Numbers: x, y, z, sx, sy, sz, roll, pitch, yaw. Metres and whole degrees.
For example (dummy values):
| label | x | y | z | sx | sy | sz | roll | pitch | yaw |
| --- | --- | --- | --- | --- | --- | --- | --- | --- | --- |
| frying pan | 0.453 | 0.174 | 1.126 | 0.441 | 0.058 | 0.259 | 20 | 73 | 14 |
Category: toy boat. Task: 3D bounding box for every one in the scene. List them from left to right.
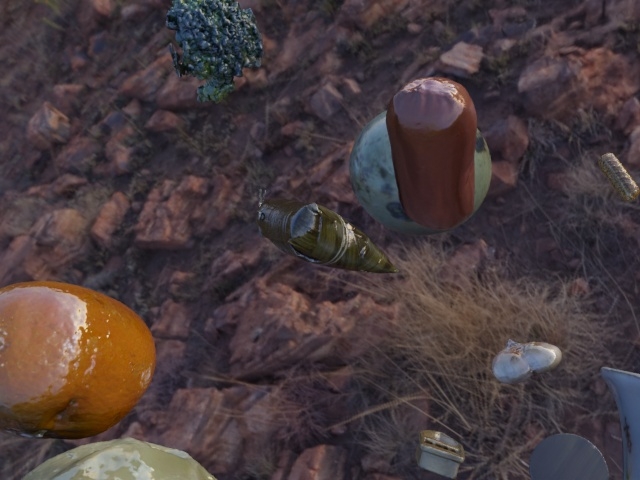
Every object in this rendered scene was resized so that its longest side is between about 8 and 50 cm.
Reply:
| label | x | y | z | sx | sy | sz | roll | pitch | yaw |
| --- | --- | --- | --- | --- | --- | --- | --- | --- | --- |
| toy boat | 0.295 | 0.530 | 1.545 | 0.116 | 0.188 | 0.061 | 16 | 90 | 10 |

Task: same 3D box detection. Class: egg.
| label | x | y | z | sx | sy | sz | roll | pitch | yaw |
| --- | --- | --- | --- | --- | --- | --- | --- | --- | --- |
| egg | 0.252 | -0.180 | 1.587 | 0.344 | 0.428 | 0.345 | 4 | 97 | 33 |

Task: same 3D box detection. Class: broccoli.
| label | x | y | z | sx | sy | sz | roll | pitch | yaw |
| --- | --- | --- | --- | --- | --- | --- | --- | --- | --- |
| broccoli | -0.207 | -0.369 | 1.207 | 0.177 | 0.199 | 0.275 | -14 | 11 | -12 |

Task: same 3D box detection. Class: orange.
| label | x | y | z | sx | sy | sz | roll | pitch | yaw |
| --- | --- | --- | --- | --- | --- | --- | --- | --- | --- |
| orange | -0.309 | 0.147 | 0.730 | 0.224 | 0.224 | 0.170 | -12 | 56 | 28 |

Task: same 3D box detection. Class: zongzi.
| label | x | y | z | sx | sy | sz | roll | pitch | yaw |
| --- | --- | --- | --- | --- | --- | --- | --- | --- | --- |
| zongzi | 0.000 | 0.000 | 1.228 | 0.247 | 0.241 | 0.111 | 18 | 80 | 61 |

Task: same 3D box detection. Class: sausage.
| label | x | y | z | sx | sy | sz | roll | pitch | yaw |
| --- | --- | --- | --- | --- | --- | --- | --- | --- | --- |
| sausage | 0.104 | -0.072 | 0.564 | 0.077 | 0.194 | 0.077 | -6 | 59 | 10 |

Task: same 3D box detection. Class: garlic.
| label | x | y | z | sx | sy | sz | roll | pitch | yaw |
| --- | --- | --- | --- | --- | --- | --- | --- | --- | --- |
| garlic | 0.537 | 0.313 | 1.604 | 0.174 | 0.124 | 0.099 | -27 | 96 | 23 |

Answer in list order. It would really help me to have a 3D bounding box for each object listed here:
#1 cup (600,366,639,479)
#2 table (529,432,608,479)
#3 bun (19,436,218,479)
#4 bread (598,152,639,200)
| label | x | y | z | sx | sy | sz | roll | pitch | yaw |
| --- | --- | --- | --- | --- | --- | --- | --- | --- | --- |
| cup | 0.448 | 0.241 | 0.598 | 0.347 | 0.347 | 0.163 | 7 | 84 | 37 |
| table | 0.591 | 0.573 | 1.464 | 0.167 | 0.227 | 0.167 | -11 | 54 | 16 |
| bun | -0.263 | 0.392 | 0.880 | 0.364 | 0.364 | 0.202 | 6 | 66 | 36 |
| bread | 0.831 | -0.178 | 1.721 | 0.052 | 0.044 | 0.157 | -32 | 57 | 19 |
